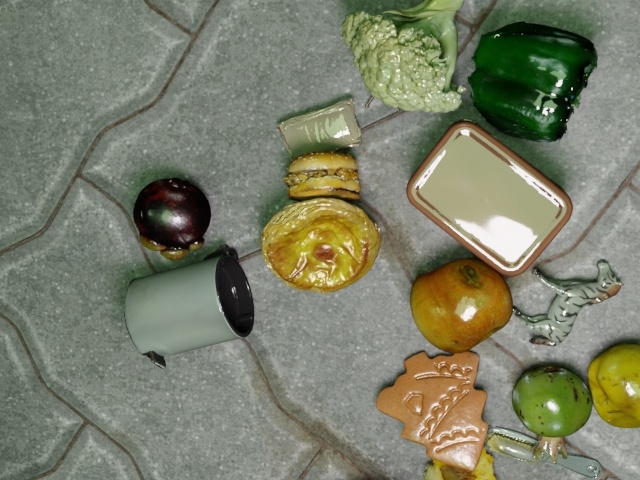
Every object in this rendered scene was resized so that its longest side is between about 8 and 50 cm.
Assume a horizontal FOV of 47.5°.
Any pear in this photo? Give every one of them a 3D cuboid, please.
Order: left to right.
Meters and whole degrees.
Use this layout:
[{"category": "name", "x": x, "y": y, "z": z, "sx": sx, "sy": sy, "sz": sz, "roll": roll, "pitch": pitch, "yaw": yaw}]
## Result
[{"category": "pear", "x": 0.713, "y": 0.328, "z": 1.652, "sx": 0.199, "sy": 0.200, "sz": 0.200, "roll": 2, "pitch": 98, "yaw": 13}]

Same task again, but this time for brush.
[{"category": "brush", "x": 0.539, "y": 0.526, "z": 1.778, "sx": 0.296, "sy": 0.060, "sz": 0.068, "roll": 14, "pitch": 98, "yaw": 11}]

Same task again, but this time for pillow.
[{"category": "pillow", "x": 0.002, "y": -0.268, "z": 1.802, "sx": 0.208, "sy": 0.053, "sz": 0.119, "roll": -15, "pitch": 97, "yaw": 14}]

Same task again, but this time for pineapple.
[{"category": "pineapple", "x": 0.352, "y": 0.592, "z": 1.817, "sx": 0.164, "sy": 0.139, "sz": 0.250, "roll": -54, "pitch": 50, "yaw": 51}]

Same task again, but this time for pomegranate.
[{"category": "pomegranate", "x": 0.541, "y": 0.406, "z": 1.707, "sx": 0.181, "sy": 0.181, "sz": 0.224, "roll": 0, "pitch": 107, "yaw": 13}]

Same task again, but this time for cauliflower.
[{"category": "cauliflower", "x": 0.206, "y": -0.423, "z": 1.641, "sx": 0.281, "sy": 0.260, "sz": 0.327, "roll": -42, "pitch": 89, "yaw": -25}]

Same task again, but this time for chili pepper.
[{"category": "chili pepper", "x": 0.460, "y": -0.356, "z": 1.600, "sx": 0.256, "sy": 0.233, "sz": 0.249, "roll": 19, "pitch": 97, "yaw": 16}]

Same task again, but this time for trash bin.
[{"category": "trash bin", "x": -0.330, "y": 0.171, "z": 1.853, "sx": 0.262, "sy": 0.217, "sz": 0.277, "roll": -14, "pitch": 61, "yaw": 16}]

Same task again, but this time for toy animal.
[{"category": "toy animal", "x": 0.565, "y": 0.131, "z": 1.710, "sx": 0.170, "sy": 0.090, "sz": 0.255, "roll": 44, "pitch": 107, "yaw": 1}]

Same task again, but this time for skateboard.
[{"category": "skateboard", "x": 0.156, "y": -0.328, "z": 1.774, "sx": 0.083, "sy": 0.032, "sz": 0.064, "roll": 37, "pitch": 114, "yaw": 8}]

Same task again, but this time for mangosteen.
[{"category": "mangosteen", "x": -0.378, "y": -0.060, "z": 1.849, "sx": 0.209, "sy": 0.210, "sz": 0.210, "roll": 2, "pitch": 98, "yaw": 13}]

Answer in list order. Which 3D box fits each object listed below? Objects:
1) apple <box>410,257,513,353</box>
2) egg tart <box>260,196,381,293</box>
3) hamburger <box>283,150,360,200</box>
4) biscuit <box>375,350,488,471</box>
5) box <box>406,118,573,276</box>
[{"category": "apple", "x": 0.323, "y": 0.144, "z": 1.696, "sx": 0.236, "sy": 0.237, "sz": 0.208, "roll": -36, "pitch": 74, "yaw": 15}, {"category": "egg tart", "x": 0.000, "y": 0.000, "z": 1.779, "sx": 0.294, "sy": 0.116, "sz": 0.295, "roll": -1, "pitch": 123, "yaw": -2}, {"category": "hamburger", "x": 0.000, "y": -0.153, "z": 1.759, "sx": 0.190, "sy": 0.182, "sz": 0.118, "roll": -7, "pitch": 80, "yaw": 22}, {"category": "biscuit", "x": 0.298, "y": 0.414, "z": 1.763, "sx": 0.283, "sy": 0.043, "sz": 0.306, "roll": -29, "pitch": 64, "yaw": 2}, {"category": "box", "x": 0.379, "y": -0.100, "z": 1.647, "sx": 0.339, "sy": 0.229, "sz": 0.239, "roll": 39, "pitch": 102, "yaw": 5}]
